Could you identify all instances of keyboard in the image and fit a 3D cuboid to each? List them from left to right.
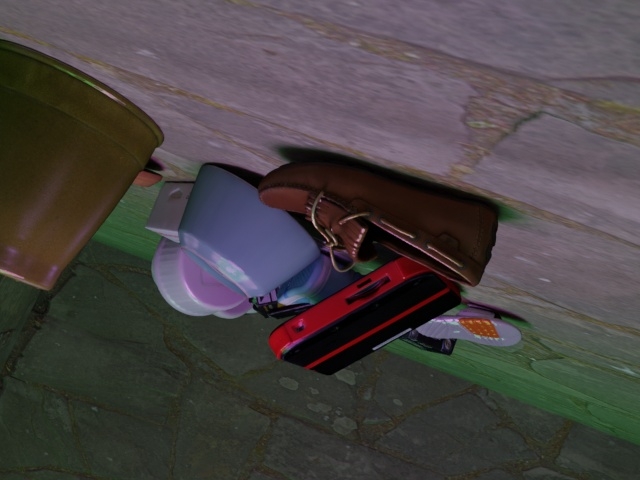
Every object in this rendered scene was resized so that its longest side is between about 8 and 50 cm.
[{"bbox_3d":[-0.046,0.184,1.850,0.180,0.023,0.108,-14,162,14],"label":"keyboard"}]

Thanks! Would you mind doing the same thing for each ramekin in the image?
[{"bbox_3d":[-0.303,0.070,1.861,0.277,0.277,0.135,29,159,-31],"label":"ramekin"}]

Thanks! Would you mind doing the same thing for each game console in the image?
[{"bbox_3d":[0.106,0.170,1.479,0.060,0.387,0.342,65,-167,25],"label":"game console"}]

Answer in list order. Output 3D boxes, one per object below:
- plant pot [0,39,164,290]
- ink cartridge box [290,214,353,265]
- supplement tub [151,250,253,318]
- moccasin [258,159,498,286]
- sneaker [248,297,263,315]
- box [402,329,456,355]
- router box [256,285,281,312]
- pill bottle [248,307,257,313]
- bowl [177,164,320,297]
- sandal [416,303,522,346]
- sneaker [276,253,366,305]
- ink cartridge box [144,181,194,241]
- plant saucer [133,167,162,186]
[{"bbox_3d":[-0.527,-0.110,1.230,0.367,0.352,0.366,21,168,5],"label":"plant pot"},{"bbox_3d":[0.000,0.000,1.502,0.171,0.056,0.235,24,167,-9],"label":"ink cartridge box"},{"bbox_3d":[-0.372,0.107,2.207,0.331,0.241,0.241,12,165,42],"label":"supplement tub"},{"bbox_3d":[0.072,-0.023,1.037,0.380,0.146,0.139,19,168,15],"label":"moccasin"},{"bbox_3d":[-0.146,0.162,2.153,0.087,0.130,0.228,30,-155,28],"label":"sneaker"},{"bbox_3d":[0.338,0.310,2.234,0.147,0.077,0.180,27,168,-20],"label":"box"},{"bbox_3d":[-0.055,0.143,1.901,0.243,0.080,0.309,-12,168,-3],"label":"router box"},{"bbox_3d":[-0.279,0.188,2.552,0.182,0.181,0.323,24,168,-8],"label":"pill bottle"},{"bbox_3d":[-0.171,0.003,1.398,0.312,0.163,0.311,34,165,10],"label":"bowl"},{"bbox_3d":[0.361,0.194,1.668,0.265,0.076,0.102,4,138,25],"label":"sandal"},{"bbox_3d":[0.023,0.127,1.607,0.208,0.127,0.319,25,169,-13],"label":"sneaker"},{"bbox_3d":[-0.243,-0.019,1.676,0.306,0.131,0.226,28,167,-34],"label":"ink cartridge box"},{"bbox_3d":[-0.457,-0.163,1.524,0.200,0.037,0.200,19,-177,-1],"label":"plant saucer"}]
